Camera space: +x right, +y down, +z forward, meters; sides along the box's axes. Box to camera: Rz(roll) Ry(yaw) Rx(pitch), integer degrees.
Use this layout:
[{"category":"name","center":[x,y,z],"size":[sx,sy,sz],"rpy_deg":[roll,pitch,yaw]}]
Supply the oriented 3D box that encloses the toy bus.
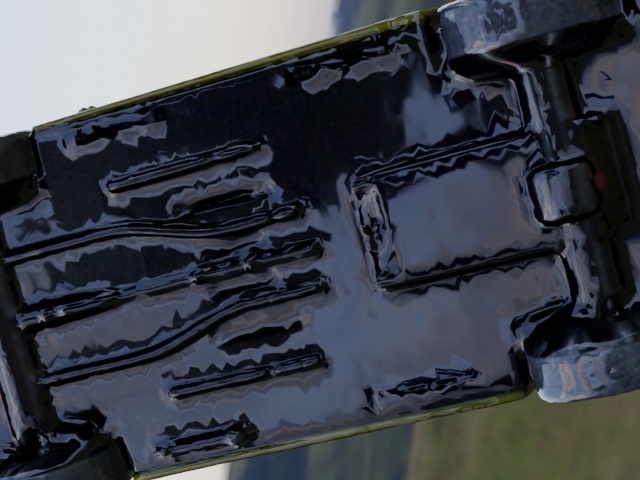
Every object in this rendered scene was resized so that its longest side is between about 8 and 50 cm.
[{"category":"toy bus","center":[0.000,0.000,0.674],"size":[0.151,0.331,0.145],"rpy_deg":[-30,-76,-68]}]
